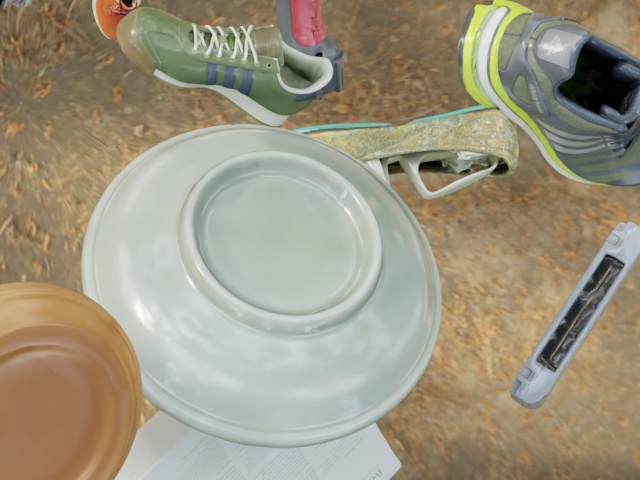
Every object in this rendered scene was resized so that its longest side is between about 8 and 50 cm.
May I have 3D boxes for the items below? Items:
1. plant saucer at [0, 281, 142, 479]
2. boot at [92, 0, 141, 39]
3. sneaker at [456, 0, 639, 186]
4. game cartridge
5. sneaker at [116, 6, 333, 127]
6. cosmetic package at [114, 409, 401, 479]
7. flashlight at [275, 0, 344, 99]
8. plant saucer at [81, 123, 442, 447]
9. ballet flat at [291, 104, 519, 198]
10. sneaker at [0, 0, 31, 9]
[{"bbox_3d":[-0.209,0.129,0.741,0.200,0.037,0.199,-12,109,-37],"label":"plant saucer"},{"bbox_3d":[-0.277,-0.327,1.458,0.059,0.084,0.158,-7,142,-21],"label":"boot"},{"bbox_3d":[0.251,-0.117,0.961,0.300,0.121,0.111,21,91,-42],"label":"sneaker"},{"bbox_3d":[0.381,0.119,1.569,0.062,0.198,0.297,33,86,20],"label":"game cartridge"},{"bbox_3d":[-0.070,-0.160,0.894,0.192,0.086,0.064,21,54,-42],"label":"sneaker"},{"bbox_3d":[-0.100,0.310,1.344,0.377,0.097,0.284,-42,118,-23],"label":"cosmetic package"},{"bbox_3d":[-0.010,-0.309,1.300,0.103,0.103,0.304,-17,138,-10],"label":"flashlight"},{"bbox_3d":[-0.047,0.017,1.126,0.401,0.100,0.400,8,57,-13],"label":"plant saucer"},{"bbox_3d":[0.104,-0.105,1.399,0.349,0.123,0.123,-9,99,-14],"label":"ballet flat"},{"bbox_3d":[-0.389,-0.300,1.298,0.038,0.098,0.069,45,68,0],"label":"sneaker"}]
